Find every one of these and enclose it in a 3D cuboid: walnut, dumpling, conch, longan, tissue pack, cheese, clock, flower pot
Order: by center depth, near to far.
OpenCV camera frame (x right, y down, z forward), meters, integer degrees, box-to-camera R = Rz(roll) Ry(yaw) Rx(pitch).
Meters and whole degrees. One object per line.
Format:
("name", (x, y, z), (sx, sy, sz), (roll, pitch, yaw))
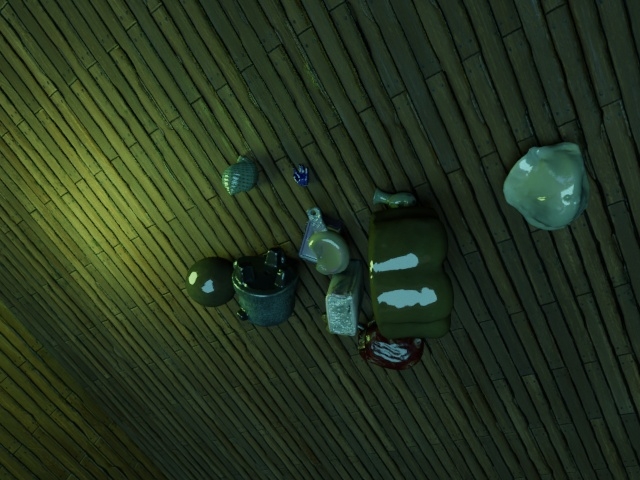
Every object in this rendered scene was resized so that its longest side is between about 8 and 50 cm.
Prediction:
("dumpling", (0.735, -0.156, 1.356), (0.242, 0.187, 0.318), (2, 121, 10))
("cheese", (0.015, 0.000, 1.610), (0.163, 0.082, 0.287), (-15, 111, 22))
("conch", (-0.322, -0.247, 1.644), (0.135, 0.102, 0.153), (23, 121, -15))
("tissue pack", (0.106, 0.224, 1.678), (0.124, 0.271, 0.202), (-2, 117, 14))
("clock", (0.001, 0.001, 1.701), (0.144, 0.073, 0.194), (20, 121, 4))
("flower pot", (-0.244, 0.180, 1.750), (0.298, 0.299, 0.283), (12, 128, 9))
("walnut", (0.300, 0.422, 1.768), (0.268, 0.222, 0.244), (9, 82, -1))
("longan", (-0.475, 0.185, 1.850), (0.248, 0.248, 0.248), (6, 119, 12))

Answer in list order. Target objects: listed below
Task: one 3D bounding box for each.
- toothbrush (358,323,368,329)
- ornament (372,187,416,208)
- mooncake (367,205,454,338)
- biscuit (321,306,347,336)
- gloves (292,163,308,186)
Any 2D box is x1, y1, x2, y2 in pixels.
("toothbrush", (0.299, 0.459, 1.891), (0.303, 0.030, 0.030), (28, 121, -3))
("ornament", (0.279, -0.149, 1.546), (0.156, 0.081, 0.075), (14, 124, 13))
("mooncake", (0.312, 0.112, 1.459), (0.262, 0.467, 0.467), (-6, 116, 11))
("biscuit", (0.087, 0.344, 1.885), (0.165, 0.036, 0.226), (10, 119, 11))
("gloves", (-0.078, -0.255, 1.613), (0.064, 0.026, 0.086), (3, 118, 16))
